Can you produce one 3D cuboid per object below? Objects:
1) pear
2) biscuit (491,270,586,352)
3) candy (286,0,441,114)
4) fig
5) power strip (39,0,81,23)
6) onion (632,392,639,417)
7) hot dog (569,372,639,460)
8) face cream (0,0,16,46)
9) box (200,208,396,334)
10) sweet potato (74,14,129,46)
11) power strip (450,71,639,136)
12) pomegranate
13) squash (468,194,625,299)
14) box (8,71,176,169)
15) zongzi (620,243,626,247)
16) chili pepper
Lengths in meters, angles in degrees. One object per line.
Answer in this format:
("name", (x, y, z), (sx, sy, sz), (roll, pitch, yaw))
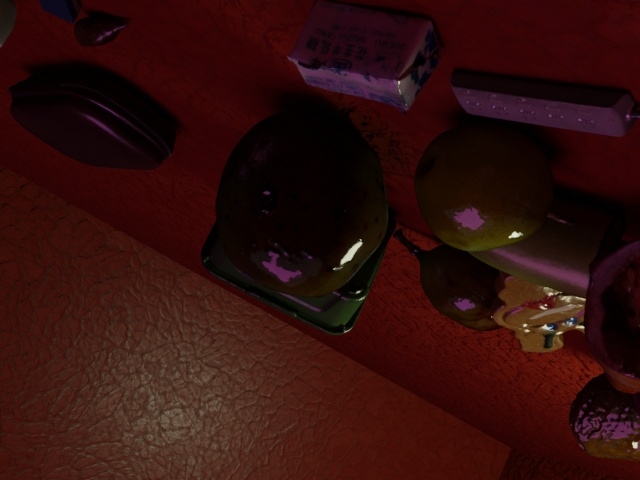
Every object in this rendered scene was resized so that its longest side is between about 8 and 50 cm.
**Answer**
("pear", (0.232, -0.060, 1.138), (0.216, 0.166, 0.180), (18, 153, -14))
("biscuit", (0.400, 0.114, 1.497), (0.202, 0.047, 0.334), (-19, 144, 21))
("candy", (0.051, -0.215, 1.013), (0.160, 0.092, 0.073), (20, 166, 29))
("fig", (0.241, 0.060, 1.621), (0.274, 0.145, 0.170), (34, 170, 29))
("power strip", (-0.405, -0.381, 1.326), (0.056, 0.032, 0.123), (25, 166, 2))
("onion", (0.607, 0.239, 1.367), (0.231, 0.272, 0.256), (26, -179, -31))
("hot dog", (0.700, 0.356, 1.757), (0.388, 0.174, 0.267), (-6, 145, 37))
("face cream", (-0.614, -0.384, 1.388), (0.175, 0.175, 0.195), (15, 161, 38))
("box", (-0.033, -0.002, 1.638), (0.329, 0.252, 0.178), (26, 157, -4))
("sweet potato", (-0.341, -0.334, 1.377), (0.117, 0.049, 0.049), (0, 153, 38))
("power strip", (0.257, -0.156, 0.994), (0.253, 0.027, 0.060), (16, 163, 35))
("pomegranate", (-0.023, -0.067, 1.395), (0.291, 0.290, 0.323), (25, -159, 4))
("squash", (0.296, -0.012, 1.253), (0.247, 0.132, 0.132), (22, 166, 25))
("box", (-0.467, -0.243, 1.779), (0.404, 0.108, 0.263), (10, 158, 48))
("zongzi", (0.459, 0.028, 1.295), (0.073, 0.067, 0.083), (35, 149, 10))
("chili pepper", (0.493, 0.127, 1.175), (0.229, 0.251, 0.305), (59, -175, 31))
